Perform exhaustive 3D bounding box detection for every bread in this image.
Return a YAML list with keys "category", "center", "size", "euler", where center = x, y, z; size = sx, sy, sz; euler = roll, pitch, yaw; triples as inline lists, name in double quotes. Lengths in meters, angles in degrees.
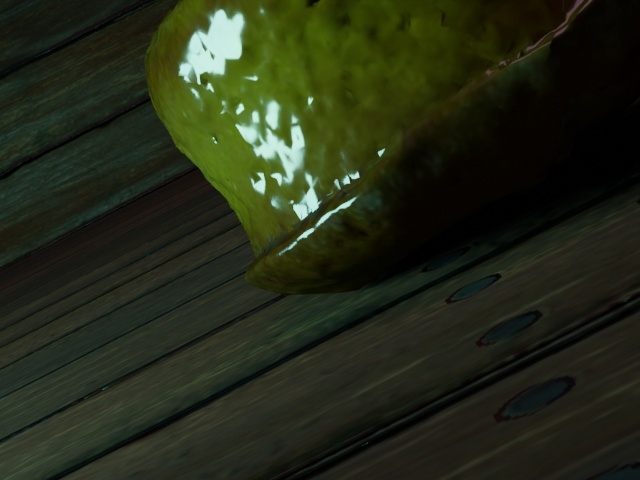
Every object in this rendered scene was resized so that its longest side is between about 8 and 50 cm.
- category: "bread"
  center: [0.060, -0.107, 0.664]
  size: [0.312, 0.172, 0.312]
  euler: [-40, 4, 4]
